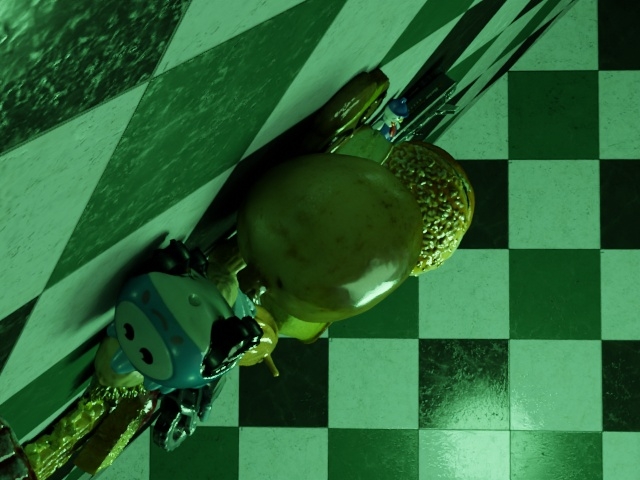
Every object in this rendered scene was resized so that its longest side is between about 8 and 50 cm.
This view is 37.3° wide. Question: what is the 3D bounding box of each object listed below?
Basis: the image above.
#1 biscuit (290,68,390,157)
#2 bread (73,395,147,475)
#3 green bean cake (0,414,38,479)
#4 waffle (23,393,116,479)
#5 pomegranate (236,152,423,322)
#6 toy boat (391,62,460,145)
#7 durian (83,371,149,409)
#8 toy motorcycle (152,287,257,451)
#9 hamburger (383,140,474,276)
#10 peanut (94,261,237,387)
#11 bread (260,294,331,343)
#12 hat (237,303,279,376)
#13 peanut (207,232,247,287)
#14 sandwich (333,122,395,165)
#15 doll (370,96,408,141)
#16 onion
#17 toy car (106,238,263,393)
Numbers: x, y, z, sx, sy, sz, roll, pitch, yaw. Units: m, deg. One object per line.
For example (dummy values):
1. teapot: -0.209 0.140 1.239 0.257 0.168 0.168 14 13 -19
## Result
1. biscuit: 0.037 -0.191 1.564 0.208 0.041 0.290 -44 175 -3
2. bread: -0.412 0.382 1.898 0.187 0.065 0.103 -54 173 -7
3. green bean cake: -0.475 0.353 1.353 0.097 0.198 0.233 -31 -176 -36
4. waffle: -0.523 0.408 1.838 0.281 0.058 0.301 -49 174 31
5. pomegranate: 0.017 -0.008 1.480 0.307 0.307 0.307 -44 175 -5
6. toy boat: 0.204 -0.262 2.043 0.246 0.103 0.093 -42 176 3
7. durian: -0.348 0.242 1.678 0.208 0.102 0.146 -42 -178 15
8. toy motorcycle: -0.232 0.232 1.889 0.232 0.172 0.416 -42 151 -51
9. hamburger: 0.211 -0.083 2.334 0.330 0.330 0.250 -47 180 21
10. peanut: -0.246 0.133 1.513 0.274 0.111 0.125 -44 171 -19
11. bread: -0.045 0.111 2.305 0.270 0.148 0.269 -39 -136 51
12. hat: -0.187 0.238 2.201 0.244 0.233 0.233 -47 174 16
13. peanut: -0.116 0.005 1.677 0.207 0.087 0.087 -45 176 -12
14. sandwich: 0.070 -0.153 1.887 0.088 0.090 0.244 -48 179 -14
15. doll: 0.137 -0.240 1.940 0.099 0.057 0.143 -19 153 -44
16. onion: -0.440 0.388 2.148 0.206 0.098 0.151 -44 177 -4
17. toy car: -0.206 0.124 1.333 0.190 0.188 0.255 -37 176 -1
